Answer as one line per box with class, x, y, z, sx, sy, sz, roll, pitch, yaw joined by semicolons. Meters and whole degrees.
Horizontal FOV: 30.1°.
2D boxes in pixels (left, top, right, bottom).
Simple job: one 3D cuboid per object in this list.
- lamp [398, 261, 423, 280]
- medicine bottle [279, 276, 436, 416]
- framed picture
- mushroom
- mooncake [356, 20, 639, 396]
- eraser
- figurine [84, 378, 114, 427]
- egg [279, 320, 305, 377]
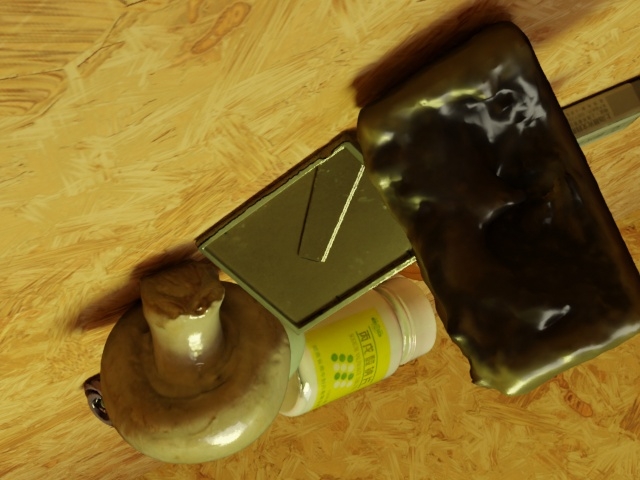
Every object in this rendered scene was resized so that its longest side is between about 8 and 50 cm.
lamp;0.166;-0.049;1.706;0.223;0.196;0.223;-35;139;-38
medicine bottle;0.045;0.215;2.505;0.379;0.213;0.213;-19;166;-34
framed picture;0.000;0.000;1.622;0.289;0.211;0.020;-34;-153;30
mushroom;-0.196;0.171;1.750;0.297;0.297;0.290;-25;141;-8
mooncake;0.218;-0.029;1.416;0.246;0.394;0.393;-26;141;20
eraser;0.417;-0.186;1.986;0.352;0.061;0.089;-23;167;-16
figurine;-0.352;0.289;2.222;0.157;0.126;0.114;-19;-151;-26
egg;-0.155;0.198;2.090;0.264;0.183;0.183;-21;168;4
